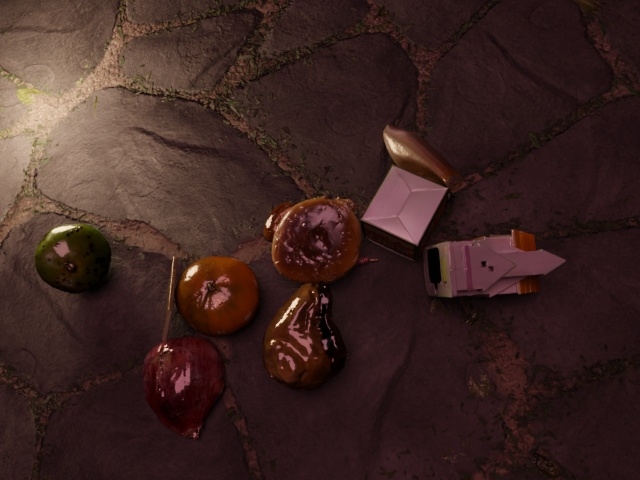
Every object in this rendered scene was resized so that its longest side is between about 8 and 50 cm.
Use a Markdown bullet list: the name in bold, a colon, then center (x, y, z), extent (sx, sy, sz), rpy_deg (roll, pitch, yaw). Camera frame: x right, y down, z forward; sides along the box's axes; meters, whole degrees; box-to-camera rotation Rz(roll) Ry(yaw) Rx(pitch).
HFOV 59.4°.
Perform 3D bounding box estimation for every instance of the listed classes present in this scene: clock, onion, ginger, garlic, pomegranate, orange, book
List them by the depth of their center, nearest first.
- **clock**: center (0.448, 0.062, 1.461), extent (0.310, 0.235, 0.165), rpy_deg (-3, 86, -5)
- **ginger**: center (-0.053, 0.257, 1.469), extent (0.223, 0.200, 0.269), rpy_deg (-17, 71, -4)
- **onion**: center (-0.375, 0.395, 1.510), extent (0.227, 0.120, 0.283), rpy_deg (-20, 68, 6)
- **orange**: center (-0.289, 0.151, 1.561), extent (0.240, 0.171, 0.239), rpy_deg (-3, 69, 9)
- **book**: center (-0.419, 0.161, 1.565), extent (0.016, 0.138, 0.198), rpy_deg (8, 43, -16)
- **garlic**: center (0.300, -0.232, 1.634), extent (0.318, 0.143, 0.112), rpy_deg (41, 108, 39)
- **pomegranate**: center (-0.731, 0.042, 1.673), extent (0.211, 0.211, 0.263), rpy_deg (-31, 27, -4)

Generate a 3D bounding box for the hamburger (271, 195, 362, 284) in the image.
- **hamburger**: center (0.000, 0.000, 1.564), extent (0.286, 0.146, 0.243), rpy_deg (-39, 84, 6)

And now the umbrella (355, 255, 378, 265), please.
- **umbrella**: center (0.083, 0.061, 1.620), extent (0.166, 0.025, 0.027), rpy_deg (-6, 99, 8)

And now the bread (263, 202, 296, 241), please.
- **bread**: center (-0.104, -0.052, 1.681), extent (0.126, 0.044, 0.129), rpy_deg (17, 69, 13)

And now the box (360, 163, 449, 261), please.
- **box**: center (0.237, -0.075, 1.582), extent (0.178, 0.148, 0.194), rpy_deg (25, 75, 17)
